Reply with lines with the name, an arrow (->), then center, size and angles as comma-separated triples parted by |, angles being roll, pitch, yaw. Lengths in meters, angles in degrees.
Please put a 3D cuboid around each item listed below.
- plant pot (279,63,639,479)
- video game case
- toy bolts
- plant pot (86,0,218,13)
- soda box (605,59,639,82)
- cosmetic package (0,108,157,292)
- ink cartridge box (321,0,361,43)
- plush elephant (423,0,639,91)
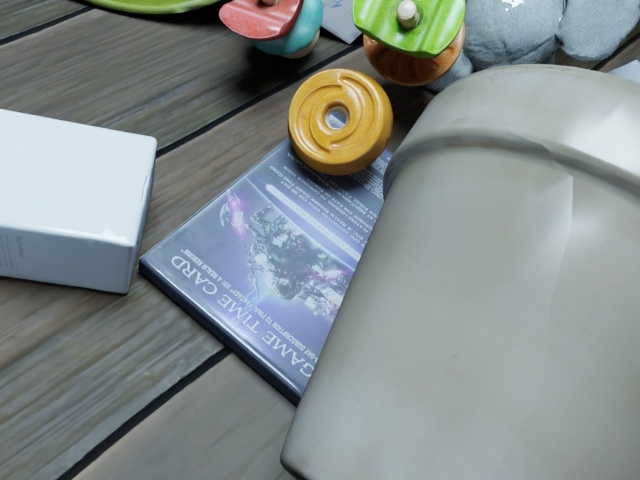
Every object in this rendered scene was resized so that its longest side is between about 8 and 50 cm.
plant pot -> 0.128, 0.094, 0.477 | 0.323, 0.323, 0.280 | 36, 72, 8
video game case -> 0.000, 0.000, 0.643 | 0.196, 0.026, 0.274 | 38, 56, 10
toy bolts -> 0.012, -0.184, 0.708 | 0.228, 0.158, 0.218 | 27, 93, 10
plant pot -> -0.178, -0.498, 0.753 | 0.367, 0.366, 0.353 | 12, 42, -9
soda box -> 0.274, -0.101, 0.751 | 0.286, 0.091, 0.098 | -25, 68, -29
cosmetic package -> -0.258, -0.039, 0.555 | 0.231, 0.085, 0.117 | 11, 54, -11
ink cartridge box -> 0.006, -0.314, 0.783 | 0.143, 0.090, 0.092 | 23, 50, -31
plush elephant -> 0.237, -0.296, 0.793 | 0.272, 0.255, 0.330 | 6, 5, 34
